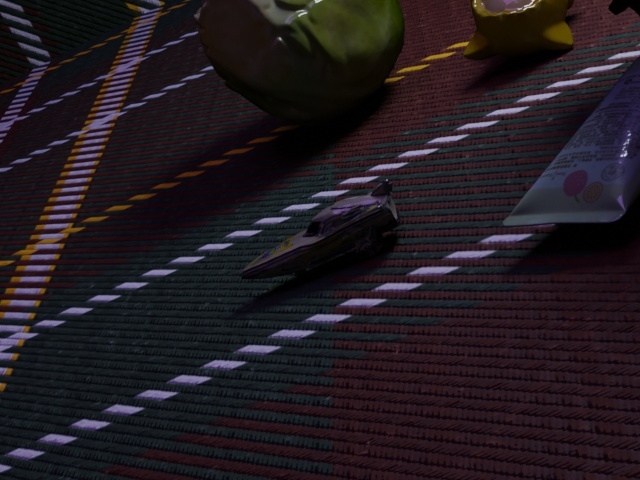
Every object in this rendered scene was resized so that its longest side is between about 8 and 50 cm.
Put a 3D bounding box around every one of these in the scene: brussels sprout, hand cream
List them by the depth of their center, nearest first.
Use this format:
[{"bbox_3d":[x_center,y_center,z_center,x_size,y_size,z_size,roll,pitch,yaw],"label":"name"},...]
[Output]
[{"bbox_3d":[0.316,-0.109,1.631,0.147,0.093,0.306,-1,35,47],"label":"hand cream"},{"bbox_3d":[-0.040,-0.302,2.284,0.344,0.268,0.344,10,17,-3],"label":"brussels sprout"}]

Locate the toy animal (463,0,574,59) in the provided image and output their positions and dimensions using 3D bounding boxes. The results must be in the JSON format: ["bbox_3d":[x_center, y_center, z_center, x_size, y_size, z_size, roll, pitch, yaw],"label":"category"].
[{"bbox_3d":[0.278,-0.333,2.181,0.156,0.156,0.229,-17,33,29],"label":"toy animal"}]

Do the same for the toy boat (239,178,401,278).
[{"bbox_3d":[0.000,0.000,1.821,0.210,0.066,0.084,-25,19,12],"label":"toy boat"}]

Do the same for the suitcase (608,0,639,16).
[{"bbox_3d":[0.384,-0.352,1.718,0.194,0.283,0.434,-43,0,4],"label":"suitcase"}]
